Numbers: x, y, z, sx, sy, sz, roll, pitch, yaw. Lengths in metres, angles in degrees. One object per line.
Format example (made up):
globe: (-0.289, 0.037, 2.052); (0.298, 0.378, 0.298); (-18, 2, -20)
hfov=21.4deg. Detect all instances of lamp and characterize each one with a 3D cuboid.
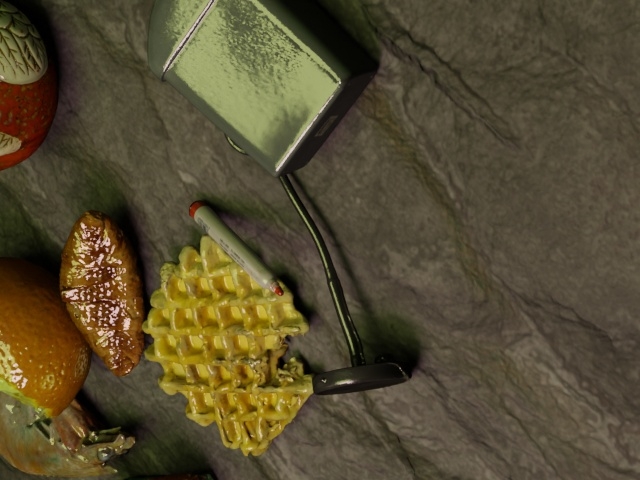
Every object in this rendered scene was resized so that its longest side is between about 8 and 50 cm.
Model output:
lamp: (-0.021, 0.015, 1.907); (0.130, 0.108, 0.371); (-19, 97, 42)

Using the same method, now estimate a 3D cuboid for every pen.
pen: (-0.095, 0.010, 1.962); (0.218, 0.026, 0.026); (42, 134, 48)

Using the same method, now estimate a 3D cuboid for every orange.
orange: (-0.396, 0.108, 2.198); (0.237, 0.179, 0.158); (35, 107, 27)

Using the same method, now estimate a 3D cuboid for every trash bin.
trash bin: (-0.074, -0.205, 1.846); (0.236, 0.101, 0.177); (44, 116, 11)

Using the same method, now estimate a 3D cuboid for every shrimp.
shrimp: (-0.359, 0.242, 2.297); (0.317, 0.077, 0.168); (-3, 105, 42)

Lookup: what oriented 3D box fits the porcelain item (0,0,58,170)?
porcelain item: (-0.459, -0.190, 2.082); (0.253, 0.253, 0.253); (16, 118, 32)

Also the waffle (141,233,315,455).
waffle: (-0.113, 0.127, 2.066); (0.250, 0.056, 0.261); (45, 132, 15)

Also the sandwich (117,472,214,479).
sandwich: (-0.226, 0.359, 2.190); (0.184, 0.160, 0.109); (-9, 84, 32)

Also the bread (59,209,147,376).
bread: (-0.275, 0.061, 2.142); (0.105, 0.076, 0.233); (-11, 113, -1)
